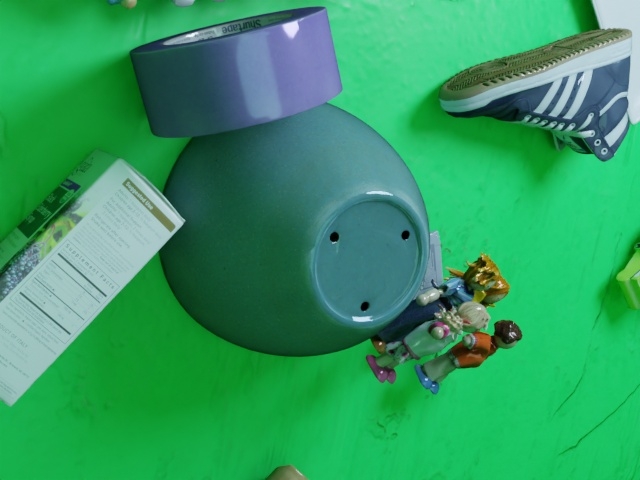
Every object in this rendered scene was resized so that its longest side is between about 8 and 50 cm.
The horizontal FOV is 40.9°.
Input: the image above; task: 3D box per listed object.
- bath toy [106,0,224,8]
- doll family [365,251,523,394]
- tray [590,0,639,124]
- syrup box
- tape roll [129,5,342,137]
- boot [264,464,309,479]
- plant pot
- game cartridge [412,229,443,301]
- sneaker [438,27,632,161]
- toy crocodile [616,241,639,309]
[{"bbox_3d":[-0.058,-0.325,0.831,0.348,0.129,0.151,-13,151,-25],"label":"bath toy"},{"bbox_3d":[0.145,0.084,0.998,0.163,0.118,0.263,-34,157,14],"label":"doll family"},{"bbox_3d":[0.420,-0.306,1.155,0.145,0.030,0.270,-36,117,-17],"label":"tray"},{"bbox_3d":[-0.251,0.028,0.814,0.237,0.093,0.096,-49,119,-11],"label":"syrup box"},{"bbox_3d":[-0.078,-0.162,0.812,0.189,0.189,0.080,-22,111,-24],"label":"tape roll"},{"bbox_3d":[-0.122,0.355,0.973,0.269,0.089,0.236,-44,131,-13],"label":"boot"},{"bbox_3d":[0.000,0.000,0.891,0.290,0.195,0.290,-7,105,-28],"label":"plant pot"},{"bbox_3d":[0.127,0.033,1.076,0.056,0.017,0.083,-15,109,-30],"label":"game cartridge"},{"bbox_3d":[0.279,-0.158,1.071,0.282,0.099,0.153,-21,116,-21],"label":"sneaker"},{"bbox_3d":[0.561,-0.028,1.269,0.340,0.105,0.115,-42,119,-9],"label":"toy crocodile"}]
